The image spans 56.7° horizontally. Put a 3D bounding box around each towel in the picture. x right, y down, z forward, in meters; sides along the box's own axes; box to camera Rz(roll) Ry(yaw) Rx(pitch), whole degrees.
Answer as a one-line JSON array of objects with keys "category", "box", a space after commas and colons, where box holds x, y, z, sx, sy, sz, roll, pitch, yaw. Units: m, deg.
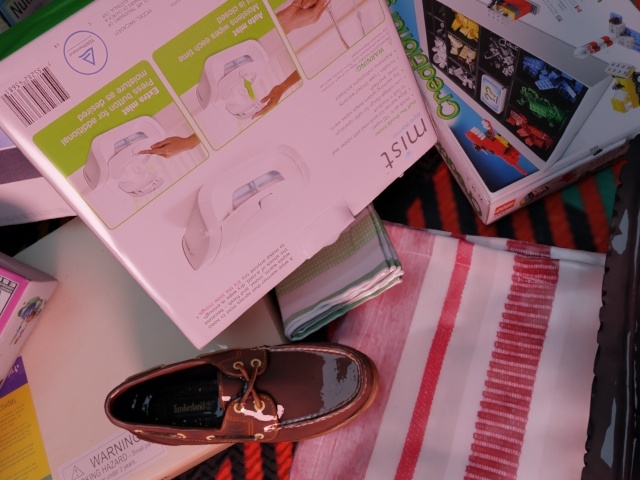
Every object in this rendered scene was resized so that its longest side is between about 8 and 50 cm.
[{"category": "towel", "box": [0.000, 0.000, 0.517, 0.113, 0.023, 0.152, -31, 47, 14]}, {"category": "towel", "box": [0.152, 0.111, 0.423, 0.329, 0.037, 0.237, 9, 70, 28]}]

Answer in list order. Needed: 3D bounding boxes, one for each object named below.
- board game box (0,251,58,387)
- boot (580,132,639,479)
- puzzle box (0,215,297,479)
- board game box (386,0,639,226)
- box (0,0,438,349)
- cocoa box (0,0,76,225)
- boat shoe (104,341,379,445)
[{"category": "board game box", "box": [-0.404, 0.120, 0.491, 0.224, 0.097, 0.303, 27, 84, -10]}, {"category": "boot", "box": [0.262, 0.061, 0.315, 0.207, 0.094, 0.246, 4, 77, 32]}, {"category": "puzzle box", "box": [-0.234, 0.121, 0.573, 0.409, 0.052, 0.272, -30, 67, 7]}, {"category": "board game box", "box": [0.158, -0.186, 0.529, 0.193, 0.053, 0.305, -26, 68, 1]}, {"category": "box", "box": [-0.069, -0.097, 0.437, 0.262, 0.231, 0.127, -42, 37, -15]}, {"category": "cocoa box", "box": [-0.337, -0.167, 0.569, 0.347, 0.228, 0.231, -6, 51, 16]}, {"category": "boat shoe", "box": [-0.062, 0.118, 0.448, 0.207, 0.073, 0.073, -15, 65, 13]}]
